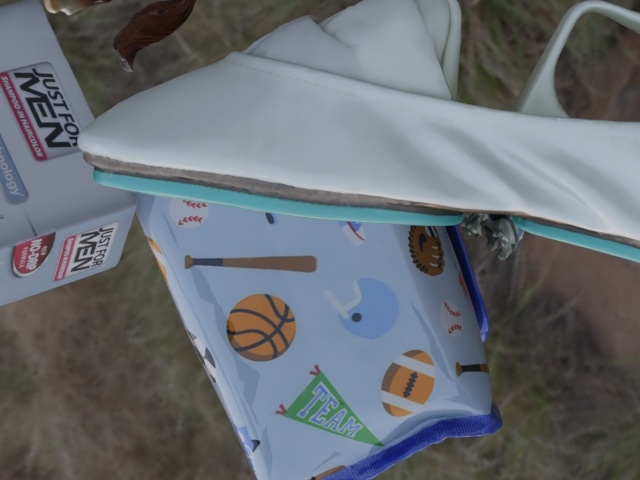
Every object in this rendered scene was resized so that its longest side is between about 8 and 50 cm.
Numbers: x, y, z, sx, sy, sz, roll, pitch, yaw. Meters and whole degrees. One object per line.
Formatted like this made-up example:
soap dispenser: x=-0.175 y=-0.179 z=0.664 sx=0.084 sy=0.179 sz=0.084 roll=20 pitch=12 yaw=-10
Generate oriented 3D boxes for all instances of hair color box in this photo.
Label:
hair color box: x=-0.337 y=-0.022 z=1.003 sx=0.185 sy=0.375 sz=0.113 roll=62 pitch=155 yaw=17

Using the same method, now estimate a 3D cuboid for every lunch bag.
lunch bag: x=0.000 y=0.000 z=1.252 sx=0.385 sy=0.239 sz=0.327 roll=-95 pitch=-16 yaw=-81

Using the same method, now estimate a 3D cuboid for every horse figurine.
horse figurine: x=-0.144 y=-0.276 z=1.184 sx=0.066 sy=0.175 sz=0.263 roll=22 pitch=122 yaw=57

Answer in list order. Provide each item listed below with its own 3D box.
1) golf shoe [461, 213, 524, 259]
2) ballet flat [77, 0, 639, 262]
golf shoe: x=0.163 y=-0.051 z=1.164 sx=0.069 sy=0.086 sz=0.176 roll=42 pitch=164 yaw=4
ballet flat: x=0.087 y=-0.060 z=0.723 sx=0.400 sy=0.139 sz=0.139 roll=9 pitch=139 yaw=-3
